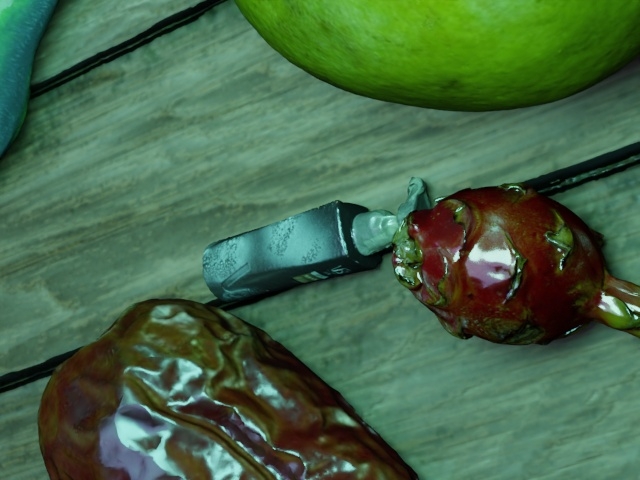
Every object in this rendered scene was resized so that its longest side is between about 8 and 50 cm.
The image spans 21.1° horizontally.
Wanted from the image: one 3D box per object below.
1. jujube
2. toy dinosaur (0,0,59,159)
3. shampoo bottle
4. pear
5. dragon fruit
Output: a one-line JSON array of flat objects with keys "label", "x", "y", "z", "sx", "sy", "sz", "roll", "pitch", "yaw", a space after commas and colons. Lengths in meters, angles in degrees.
[{"label": "jujube", "x": -0.070, "y": 0.191, "z": 1.403, "sx": 0.342, "sy": 0.216, "sz": 0.216, "roll": 31, "pitch": 111, "yaw": 11}, {"label": "toy dinosaur", "x": -0.291, "y": -0.098, "z": 1.546, "sx": 0.500, "sy": 0.144, "sz": 0.374, "roll": -1, "pitch": 100, "yaw": 38}, {"label": "shampoo bottle", "x": -0.001, "y": 0.000, "z": 1.415, "sx": 0.207, "sy": 0.057, "sz": 0.063, "roll": -16, "pitch": 79, "yaw": 31}, {"label": "pear", "x": 0.112, "y": -0.250, "z": 1.153, "sx": 0.413, "sy": 0.352, "sz": 0.352, "roll": -20, "pitch": 84, "yaw": 56}, {"label": "dragon fruit", "x": 0.174, "y": 0.034, "z": 1.275, "sx": 0.246, "sy": 0.125, "sz": 0.125, "roll": 19, "pitch": 138, "yaw": 15}]
